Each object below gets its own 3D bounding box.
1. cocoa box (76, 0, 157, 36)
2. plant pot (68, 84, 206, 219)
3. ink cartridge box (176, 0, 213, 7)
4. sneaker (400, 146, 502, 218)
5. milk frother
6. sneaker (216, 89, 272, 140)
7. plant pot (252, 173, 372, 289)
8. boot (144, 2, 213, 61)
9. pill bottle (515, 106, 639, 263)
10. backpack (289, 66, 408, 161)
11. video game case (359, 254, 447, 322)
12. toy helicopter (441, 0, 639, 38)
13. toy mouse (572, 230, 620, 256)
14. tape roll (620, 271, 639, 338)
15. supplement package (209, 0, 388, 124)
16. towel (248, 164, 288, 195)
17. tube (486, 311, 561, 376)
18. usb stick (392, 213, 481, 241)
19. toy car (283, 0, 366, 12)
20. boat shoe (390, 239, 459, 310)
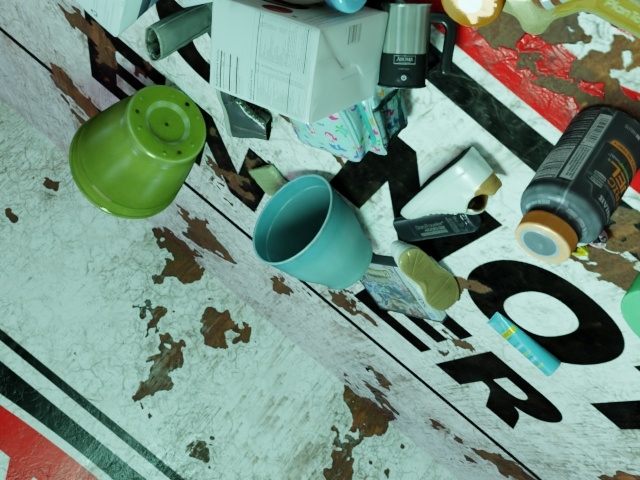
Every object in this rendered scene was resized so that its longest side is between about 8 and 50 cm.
[{"bbox_3d":[-0.380,-0.605,1.228,0.231,0.228,0.347,43,157,-9],"label":"cocoa box"},{"bbox_3d":[-0.522,-0.285,1.952,0.366,0.366,0.353,46,146,-15],"label":"plant pot"},{"bbox_3d":[-0.193,-0.513,1.219,0.179,0.145,0.045,11,160,49],"label":"ink cartridge box"},{"bbox_3d":[0.270,-0.083,1.370,0.123,0.106,0.290,43,156,-4],"label":"sneaker"},{"bbox_3d":[0.153,-0.334,1.108,0.143,0.129,0.135,-124,33,-65],"label":"milk frother"},{"bbox_3d":[-0.185,-0.350,1.636,0.118,0.083,0.222,11,142,15],"label":"sneaker"},{"bbox_3d":[0.000,0.000,1.777,0.271,0.272,0.255,12,161,48],"label":"plant pot"},{"bbox_3d":[-0.281,-0.444,1.403,0.076,0.208,0.190,36,157,9],"label":"boot"},{"bbox_3d":[0.394,-0.080,1.001,0.130,0.246,0.130,33,157,16],"label":"pill bottle"},{"bbox_3d":[0.037,-0.291,1.254,0.225,0.191,0.254,25,148,33],"label":"backpack"},{"bbox_3d":[0.219,0.138,1.958,0.274,0.035,0.248,7,141,53],"label":"video game case"},{"bbox_3d":[0.343,-0.336,0.808,0.355,0.140,0.235,29,149,-2],"label":"toy helicopter"},{"bbox_3d":[0.490,-0.024,1.241,0.161,0.031,0.143,20,151,39],"label":"toy mouse"},{"bbox_3d":[0.699,0.162,1.143,0.321,0.077,0.321,37,167,10],"label":"tape roll"},{"bbox_3d":[-0.036,-0.305,1.038,0.203,0.194,0.149,26,126,26],"label":"supplement package"},{"bbox_3d":[-0.149,-0.179,1.940,0.110,0.027,0.148,49,157,-21],"label":"towel"},{"bbox_3d":[0.534,0.269,1.715,0.207,0.052,0.080,41,149,13],"label":"tube"},{"bbox_3d":[0.268,-0.040,1.537,0.077,0.045,0.278,53,155,-14],"label":"usb stick"},{"bbox_3d":[-0.001,-0.486,0.936,0.219,0.210,0.238,28,143,33],"label":"toy car"},{"bbox_3d":[0.275,0.084,1.715,0.277,0.098,0.096,47,-177,-38],"label":"boat shoe"}]
